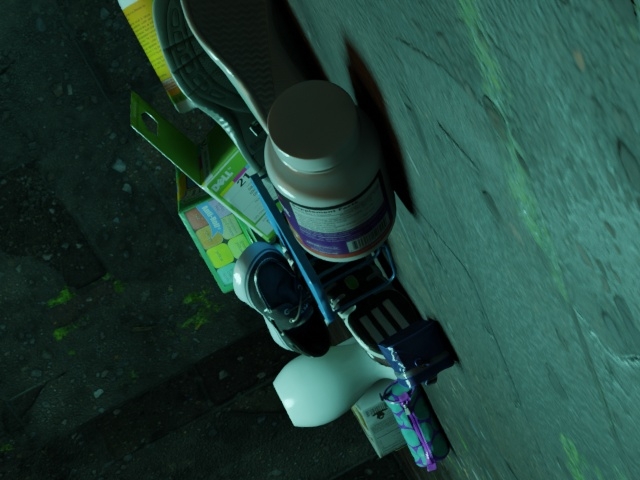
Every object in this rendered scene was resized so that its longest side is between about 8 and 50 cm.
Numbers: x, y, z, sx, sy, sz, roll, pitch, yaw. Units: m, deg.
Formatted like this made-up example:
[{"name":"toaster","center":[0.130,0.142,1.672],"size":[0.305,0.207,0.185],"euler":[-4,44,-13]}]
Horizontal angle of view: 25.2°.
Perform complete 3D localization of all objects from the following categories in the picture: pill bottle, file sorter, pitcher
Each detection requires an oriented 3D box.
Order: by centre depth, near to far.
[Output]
[{"name":"pill bottle","center":[0.008,-0.065,1.320],"size":[0.108,0.108,0.193],"euler":[59,175,26]},{"name":"file sorter","center":[0.006,-0.012,1.752],"size":[0.170,0.104,0.118],"euler":[59,175,28]},{"name":"pill bottle","center":[-0.191,-0.310,1.949],"size":[0.246,0.136,0.136],"euler":[62,176,-10]},{"name":"pitcher","center":[0.016,0.214,2.480],"size":[0.178,0.207,0.125],"euler":[62,176,7]}]

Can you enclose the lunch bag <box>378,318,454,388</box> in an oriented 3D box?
[{"name":"lunch bag","center":[0.114,0.135,1.659],"size":[0.065,0.067,0.098],"euler":[61,175,-3]}]

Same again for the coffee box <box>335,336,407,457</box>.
[{"name":"coffee box","center":[0.102,0.287,2.662],"size":[0.141,0.098,0.246],"euler":[59,175,29]}]

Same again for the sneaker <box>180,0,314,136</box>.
[{"name":"sneaker","center":[-0.079,-0.211,1.528],"size":[0.256,0.094,0.151],"euler":[63,179,-6]}]

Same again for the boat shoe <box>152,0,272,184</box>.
[{"name":"boat shoe","center":[-0.112,-0.211,1.832],"size":[0.320,0.118,0.103],"euler":[52,-174,-31]}]

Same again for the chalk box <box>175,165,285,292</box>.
[{"name":"chalk box","center":[-0.133,-0.043,2.480],"size":[0.289,0.179,0.180],"euler":[-103,-13,-66]}]

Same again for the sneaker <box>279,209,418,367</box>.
[{"name":"sneaker","center":[0.044,0.071,1.881],"size":[0.281,0.106,0.162],"euler":[58,178,32]}]

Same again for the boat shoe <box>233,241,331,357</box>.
[{"name":"boat shoe","center":[-0.040,0.083,1.806],"size":[0.076,0.080,0.228],"euler":[26,156,30]}]

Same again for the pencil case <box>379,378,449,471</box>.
[{"name":"pencil case","center":[0.152,0.290,2.289],"size":[0.070,0.064,0.152],"euler":[-91,-24,-61]}]

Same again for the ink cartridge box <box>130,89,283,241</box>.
[{"name":"ink cartridge box","center":[-0.141,-0.137,2.010],"size":[0.255,0.097,0.189],"euler":[40,-168,-19]}]
